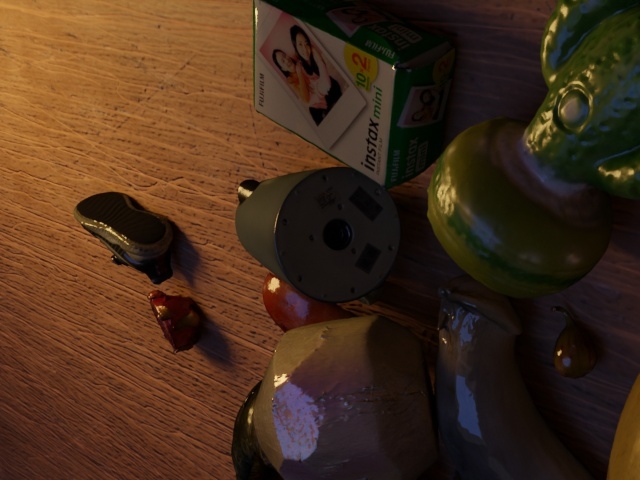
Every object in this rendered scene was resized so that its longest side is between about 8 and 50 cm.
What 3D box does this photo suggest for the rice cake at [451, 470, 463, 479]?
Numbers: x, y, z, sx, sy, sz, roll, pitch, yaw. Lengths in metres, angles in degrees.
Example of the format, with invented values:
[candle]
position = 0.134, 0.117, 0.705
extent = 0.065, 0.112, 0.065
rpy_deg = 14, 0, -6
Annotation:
[rice cake]
position = 0.260, 0.400, 1.492
extent = 0.270, 0.049, 0.055
rpy_deg = 39, 118, 29

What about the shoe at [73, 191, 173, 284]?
[shoe]
position = -0.327, -0.002, 1.935
extent = 0.228, 0.099, 0.112
rpy_deg = 25, 139, 41

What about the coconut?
[coconut]
position = 0.024, 0.203, 1.411
extent = 0.231, 0.227, 0.227
rpy_deg = -8, 113, 9

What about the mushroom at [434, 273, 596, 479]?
[mushroom]
position = 0.228, 0.231, 1.349
extent = 0.177, 0.126, 0.397
rpy_deg = -33, 86, 45

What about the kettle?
[kettle]
position = 0.000, 0.000, 1.457
extent = 0.210, 0.160, 0.243
rpy_deg = 40, 171, -18

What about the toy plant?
[toy plant]
position = 0.244, -0.095, 1.067
extent = 0.316, 0.185, 0.224
rpy_deg = -57, 48, 42

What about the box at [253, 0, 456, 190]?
[box]
position = 0.033, -0.188, 1.321
extent = 0.250, 0.103, 0.180
rpy_deg = 34, 138, 35

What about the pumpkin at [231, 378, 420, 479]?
[pumpkin]
position = 0.005, 0.329, 1.643
extent = 0.320, 0.192, 0.320
rpy_deg = 36, 142, 34

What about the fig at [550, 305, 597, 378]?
[fig]
position = 0.275, 0.111, 1.270
extent = 0.050, 0.050, 0.083
rpy_deg = -26, 78, 56

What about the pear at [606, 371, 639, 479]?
[pear]
position = 0.393, 0.203, 0.969
extent = 0.309, 0.309, 0.309
rpy_deg = 32, 136, 36

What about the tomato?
[tomato]
position = -0.017, 0.103, 1.542
extent = 0.156, 0.069, 0.155
rpy_deg = 26, 175, 2

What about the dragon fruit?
[dragon fruit]
position = -0.240, 0.130, 1.941
extent = 0.112, 0.068, 0.126
rpy_deg = 49, 161, 46
